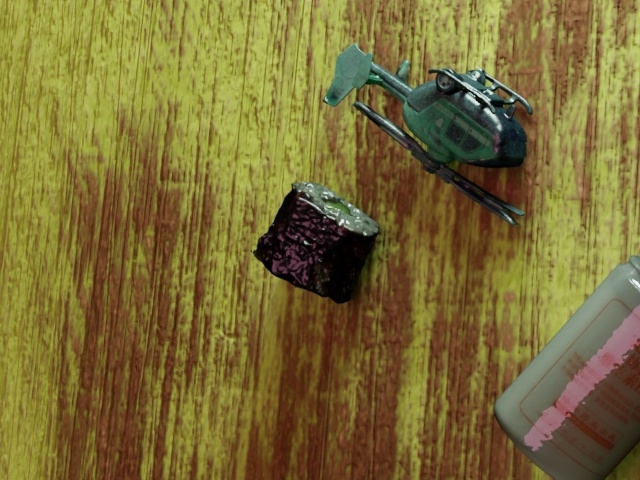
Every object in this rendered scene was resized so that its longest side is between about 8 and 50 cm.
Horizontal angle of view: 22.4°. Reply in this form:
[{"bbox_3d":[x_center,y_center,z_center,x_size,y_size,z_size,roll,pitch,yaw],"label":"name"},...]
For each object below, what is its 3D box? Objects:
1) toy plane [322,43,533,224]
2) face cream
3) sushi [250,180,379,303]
[{"bbox_3d":[0.098,-0.108,1.373,0.235,0.060,0.096,38,117,32],"label":"toy plane"},{"bbox_3d":[0.243,0.066,1.193,0.252,0.101,0.101,-50,56,13],"label":"face cream"},{"bbox_3d":[0.000,0.000,1.408,0.094,0.098,0.084,31,103,18],"label":"sushi"}]
